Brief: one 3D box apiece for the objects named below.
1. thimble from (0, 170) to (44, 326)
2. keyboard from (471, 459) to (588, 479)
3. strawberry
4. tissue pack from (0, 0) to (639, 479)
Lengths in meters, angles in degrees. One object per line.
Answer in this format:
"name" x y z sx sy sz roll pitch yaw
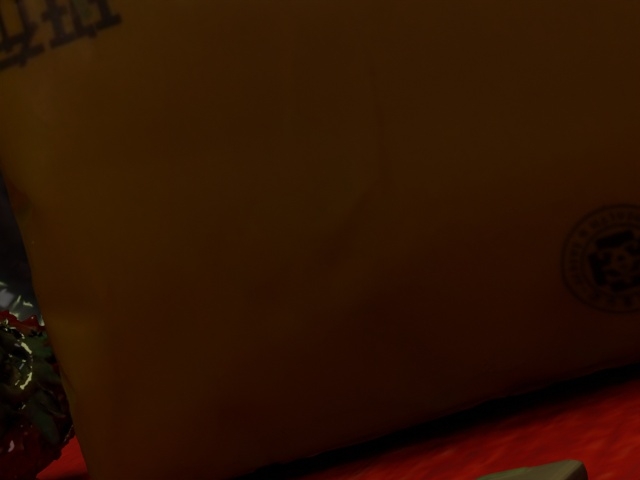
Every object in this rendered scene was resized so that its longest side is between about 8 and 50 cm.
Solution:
"thimble" -0.104 -0.037 0.858 0.172 0.250 0.205 -32 -23 -55
"keyboard" -0.028 0.075 0.332 0.166 0.017 0.055 -17 -1 24
"strawberry" -0.138 0.063 0.590 0.096 0.083 0.083 -16 4 34
"tissue pack" 0.039 -0.048 0.481 0.271 0.192 0.134 -19 2 12
